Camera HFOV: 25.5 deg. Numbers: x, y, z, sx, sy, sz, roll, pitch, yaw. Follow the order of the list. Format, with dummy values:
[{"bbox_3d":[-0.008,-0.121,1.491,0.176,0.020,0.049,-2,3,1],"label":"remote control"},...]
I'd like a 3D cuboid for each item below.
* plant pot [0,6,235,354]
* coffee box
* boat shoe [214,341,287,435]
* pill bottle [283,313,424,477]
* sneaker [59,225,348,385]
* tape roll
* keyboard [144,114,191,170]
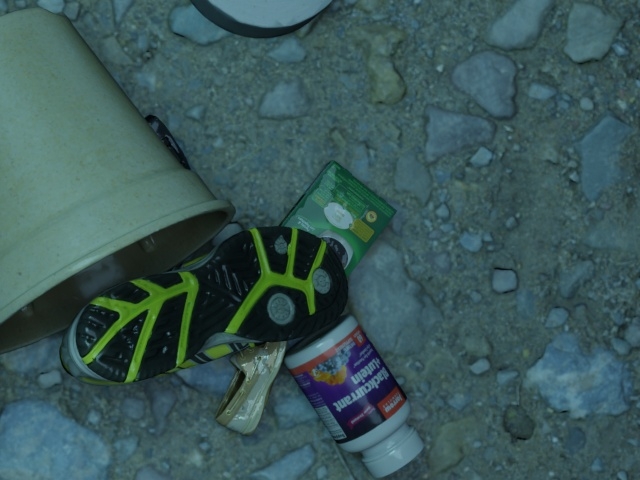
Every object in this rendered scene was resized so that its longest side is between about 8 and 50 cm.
[{"bbox_3d":[-0.316,-0.080,1.606,0.334,0.334,0.305,-30,84,-13],"label":"plant pot"},{"bbox_3d":[0.000,0.000,1.825,0.113,0.040,0.184,38,79,-9],"label":"coffee box"},{"bbox_3d":[-0.087,0.159,1.786,0.059,0.063,0.170,19,84,-18],"label":"boat shoe"},{"bbox_3d":[0.047,0.200,1.793,0.108,0.108,0.193,-35,95,-13],"label":"pill bottle"},{"bbox_3d":[-0.140,0.076,1.698,0.385,0.147,0.145,-12,85,-34],"label":"sneaker"},{"bbox_3d":[-0.074,-0.373,1.811,0.219,0.072,0.219,1,86,-14],"label":"tape roll"},{"bbox_3d":[-0.324,-0.057,1.757,0.317,0.033,0.201,-36,95,-13],"label":"keyboard"}]
